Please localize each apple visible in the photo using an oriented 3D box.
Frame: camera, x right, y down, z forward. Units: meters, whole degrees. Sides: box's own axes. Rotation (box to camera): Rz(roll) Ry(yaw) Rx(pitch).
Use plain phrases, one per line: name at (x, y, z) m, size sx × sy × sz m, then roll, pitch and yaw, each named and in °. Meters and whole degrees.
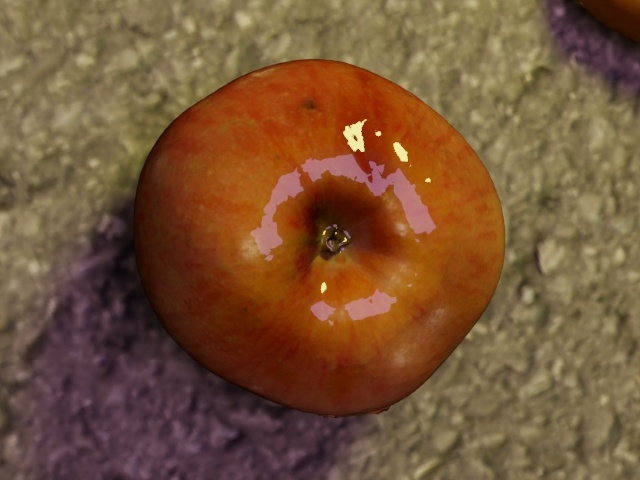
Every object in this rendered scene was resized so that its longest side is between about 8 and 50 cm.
apple at (0.000, 0.000, 0.982) m, size 0.209 × 0.164 × 0.209 m, roll 0°, pitch 89°, yaw -14°

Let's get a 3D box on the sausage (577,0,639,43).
sausage at (0.233, -0.144, 1.114) m, size 0.183 × 0.054 × 0.062 m, roll 28°, pitch 109°, yaw -16°
